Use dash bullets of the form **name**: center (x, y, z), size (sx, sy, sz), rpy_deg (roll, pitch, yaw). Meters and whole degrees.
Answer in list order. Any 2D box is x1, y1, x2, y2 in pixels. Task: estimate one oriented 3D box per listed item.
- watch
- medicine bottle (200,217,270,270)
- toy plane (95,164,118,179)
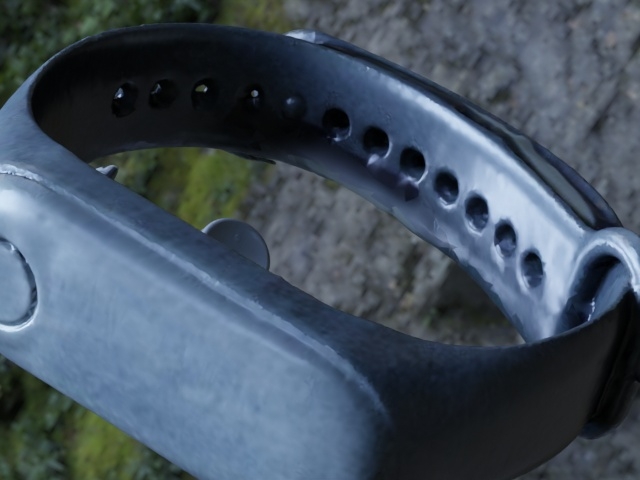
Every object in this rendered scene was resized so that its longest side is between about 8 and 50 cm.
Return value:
- **watch**: center (0.000, 0.000, 0.477), size (0.193, 0.206, 0.068), rpy_deg (-37, -32, -54)
- **medicine bottle**: center (-0.082, 0.026, 1.159), size (0.091, 0.058, 0.058), rpy_deg (-38, 25, 53)
- **toy plane**: center (-0.100, 0.002, 0.574), size (0.084, 0.024, 0.078), rpy_deg (-40, -11, -28)
